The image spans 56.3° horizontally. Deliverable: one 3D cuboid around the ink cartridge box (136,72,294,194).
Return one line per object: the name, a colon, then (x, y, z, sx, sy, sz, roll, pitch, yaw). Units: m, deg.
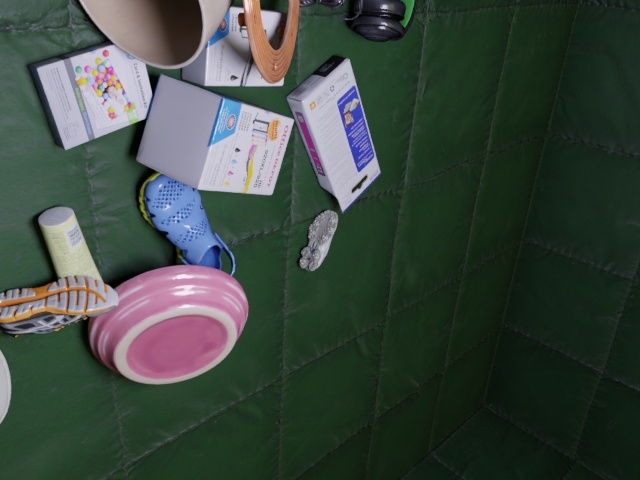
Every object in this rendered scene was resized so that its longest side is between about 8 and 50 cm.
ink cartridge box: (-0.197, -0.196, 1.162, 0.232, 0.168, 0.171, -2, 113, -61)

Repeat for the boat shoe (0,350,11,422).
boat shoe: (-0.611, 0.200, 0.998, 0.109, 0.091, 0.305, -77, 167, -54)

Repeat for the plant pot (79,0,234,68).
plant pot: (-0.222, -0.466, 0.972, 0.274, 0.256, 0.257, -58, 145, -34)

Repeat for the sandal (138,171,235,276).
sandal: (-0.262, -0.014, 1.247, 0.126, 0.138, 0.318, -43, 136, -21)

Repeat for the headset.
headset: (0.108, -0.581, 1.387, 0.394, 0.185, 0.244, -42, 135, -49)

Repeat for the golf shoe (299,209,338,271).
golf shoe: (0.000, 0.000, 1.635, 0.176, 0.069, 0.086, -63, 163, 4)

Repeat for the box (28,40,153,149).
box: (-0.387, -0.259, 1.038, 0.186, 0.038, 0.145, -33, 134, -35)

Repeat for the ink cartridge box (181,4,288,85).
ink cartridge box: (-0.165, -0.386, 1.184, 0.203, 0.085, 0.148, -15, 121, -44)

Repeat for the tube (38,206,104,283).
tube: (-0.462, 0.049, 1.119, 0.062, 0.069, 0.240, -87, 176, -51)

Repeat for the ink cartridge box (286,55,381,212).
ink cartridge box: (0.046, -0.260, 1.522, 0.176, 0.069, 0.371, -46, 137, -22)

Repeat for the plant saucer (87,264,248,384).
plant saucer: (-0.305, 0.193, 1.245, 0.331, 0.084, 0.332, -16, 138, -15)

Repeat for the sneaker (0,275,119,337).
sneaker: (-0.476, 0.124, 1.087, 0.214, 0.084, 0.083, -5, 135, -11)

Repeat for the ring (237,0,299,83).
ring: (-0.089, -0.448, 1.048, 0.336, 0.032, 0.337, 5, 90, -80)
